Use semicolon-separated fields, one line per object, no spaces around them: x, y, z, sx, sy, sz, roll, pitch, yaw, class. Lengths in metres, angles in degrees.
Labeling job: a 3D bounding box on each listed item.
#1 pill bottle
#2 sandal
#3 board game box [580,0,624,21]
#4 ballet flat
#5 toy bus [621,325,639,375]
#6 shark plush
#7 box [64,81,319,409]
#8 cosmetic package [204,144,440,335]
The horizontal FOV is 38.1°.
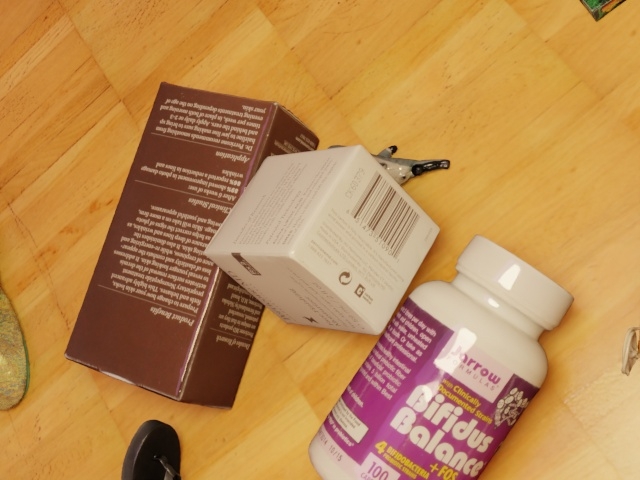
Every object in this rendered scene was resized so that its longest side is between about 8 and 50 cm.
0.134;0.151;0.987;0.169;0.169;0.301;35;93;29;pill bottle
-0.199;0.349;1.144;0.055;0.097;0.254;1;87;27;sandal
0.397;-0.387;1.090;0.260;0.030;0.136;-36;66;13;board game box
-0.525;0.086;1.361;0.123;0.123;0.348;-29;65;16;ballet flat
0.368;0.048;0.888;0.104;0.191;0.202;7;79;28;toy bus
0.077;-0.100;1.154;0.161;0.073;0.067;-9;42;29;shark plush
-0.159;0.005;1.192;0.191;0.143;0.381;15;81;28;box
0.000;0.000;1.050;0.184;0.151;0.151;-1;51;54;cosmetic package
